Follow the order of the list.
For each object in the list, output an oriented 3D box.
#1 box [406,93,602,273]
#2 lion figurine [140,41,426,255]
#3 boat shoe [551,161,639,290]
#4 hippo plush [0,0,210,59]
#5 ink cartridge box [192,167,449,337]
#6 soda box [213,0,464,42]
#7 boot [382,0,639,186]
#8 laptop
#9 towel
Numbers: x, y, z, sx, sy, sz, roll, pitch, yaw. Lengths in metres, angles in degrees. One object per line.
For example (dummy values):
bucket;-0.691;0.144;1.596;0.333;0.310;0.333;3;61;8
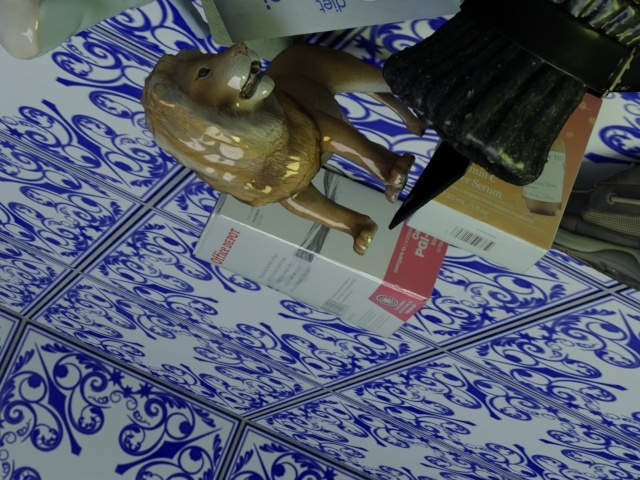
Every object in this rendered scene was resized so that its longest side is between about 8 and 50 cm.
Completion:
box;0.178;-0.076;1.569;0.130;0.170;0.091;23;162;-3
lion figurine;-0.020;-0.118;1.553;0.240;0.142;0.392;29;-163;3
boat shoe;0.344;-0.012;1.640;0.132;0.130;0.355;26;-179;-36
hippo plush;-0.242;-0.313;1.422;0.236;0.234;0.294;32;-151;24
ink cartridge box;0.000;0.000;2.040;0.283;0.117;0.207;23;161;-5
soda box;0.025;-0.239;1.372;0.286;0.091;0.098;-1;122;47
boot;0.186;-0.158;1.071;0.131;0.260;0.348;45;176;-8
laptop;0.207;-0.100;1.360;0.264;0.136;0.234;-2;170;-13
towel;-0.069;-0.226;1.650;0.110;0.027;0.148;17;161;15
